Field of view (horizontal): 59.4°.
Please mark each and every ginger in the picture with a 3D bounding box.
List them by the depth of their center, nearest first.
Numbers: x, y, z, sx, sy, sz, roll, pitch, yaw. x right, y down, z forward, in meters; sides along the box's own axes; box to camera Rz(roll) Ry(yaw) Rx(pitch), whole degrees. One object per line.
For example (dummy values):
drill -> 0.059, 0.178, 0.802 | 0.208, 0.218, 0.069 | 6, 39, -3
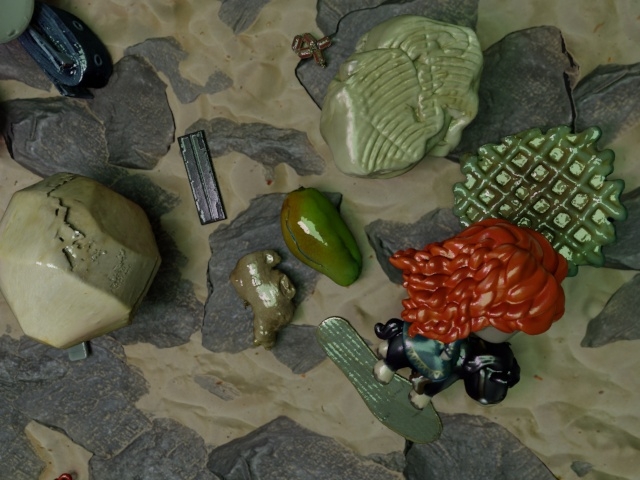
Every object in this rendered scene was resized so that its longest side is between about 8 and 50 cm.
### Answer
ginger -> -0.113, 0.128, 1.204 | 0.137, 0.074, 0.213 | -18, 88, 23

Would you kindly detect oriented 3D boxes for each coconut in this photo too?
coconut -> -0.497, 0.046, 1.131 | 0.353, 0.352, 0.352 | 1, 97, 12

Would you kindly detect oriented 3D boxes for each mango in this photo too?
mango -> 0.000, 0.000, 1.148 | 0.125, 0.111, 0.232 | -25, 103, 28

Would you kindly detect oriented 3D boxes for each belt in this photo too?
belt -> -0.566, -0.422, 1.210 | 0.122, 0.128, 0.218 | -42, 85, 18

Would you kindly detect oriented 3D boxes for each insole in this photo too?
insole -> 0.122, 0.303, 1.205 | 0.119, 0.009, 0.348 | -44, 86, 14

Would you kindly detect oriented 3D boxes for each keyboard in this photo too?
keyboard -> -0.261, -0.138, 1.237 | 0.067, 0.011, 0.202 | -14, 93, 15

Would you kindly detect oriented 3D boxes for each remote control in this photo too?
remote control -> -0.593, 0.194, 1.343 | 0.050, 0.027, 0.184 | -13, 89, 12

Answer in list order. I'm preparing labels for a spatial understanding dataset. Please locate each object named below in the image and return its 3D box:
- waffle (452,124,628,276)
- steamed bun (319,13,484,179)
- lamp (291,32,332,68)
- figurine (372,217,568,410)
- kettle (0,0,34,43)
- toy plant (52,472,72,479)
waffle -> 0.412, -0.068, 1.073 | 0.309, 0.056, 0.291 | -9, 95, 15
steamed bun -> 0.135, -0.255, 1.043 | 0.276, 0.203, 0.289 | 7, 101, -14
lamp -> -0.020, -0.392, 1.146 | 0.083, 0.031, 0.063 | 19, 99, 13
figurine -> 0.262, 0.154, 1.033 | 0.306, 0.241, 0.411 | 20, 120, 20
kettle -> -0.758, -0.525, 1.139 | 0.318, 0.205, 0.265 | 9, 79, 31
toy plant -> -0.682, 0.688, 1.390 | 0.240, 0.088, 0.154 | -31, 101, 3
